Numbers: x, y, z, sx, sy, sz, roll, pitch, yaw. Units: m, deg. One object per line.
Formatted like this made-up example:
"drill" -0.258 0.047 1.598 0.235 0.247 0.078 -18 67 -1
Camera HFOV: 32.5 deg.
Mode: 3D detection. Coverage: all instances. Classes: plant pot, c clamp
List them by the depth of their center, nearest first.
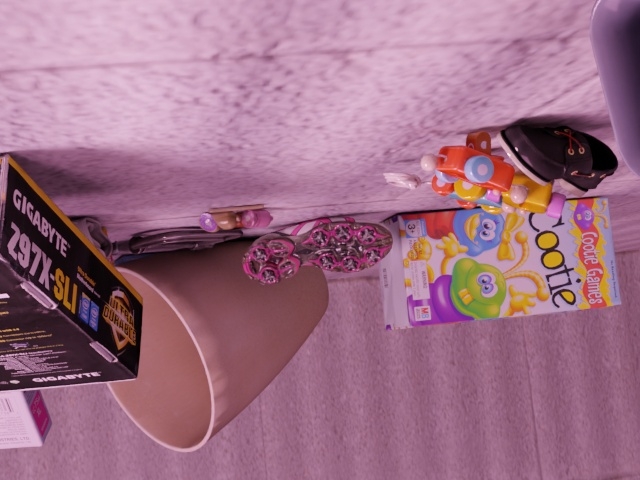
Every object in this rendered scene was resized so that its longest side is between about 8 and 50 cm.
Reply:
"c clamp" -0.169 0.003 1.324 0.137 0.022 0.161 -8 176 31
"plant pot" -0.128 0.105 1.469 0.274 0.256 0.256 -27 -169 -40

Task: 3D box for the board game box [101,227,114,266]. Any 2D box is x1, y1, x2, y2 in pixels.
"board game box" -0.348 0.060 1.181 0.260 0.124 0.039 -5 -156 6

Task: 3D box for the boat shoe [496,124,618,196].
"boat shoe" 0.169 -0.064 0.782 0.042 0.049 0.133 -40 151 27

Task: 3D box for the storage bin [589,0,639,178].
"storage bin" 0.190 -0.071 0.419 0.091 0.098 0.135 -15 -179 -31

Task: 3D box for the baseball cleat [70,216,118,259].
"baseball cleat" -0.280 0.006 1.040 0.109 0.072 0.206 -25 170 30

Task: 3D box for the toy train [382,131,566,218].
"toy train" 0.117 -0.055 0.831 0.125 0.046 0.166 18 177 -16

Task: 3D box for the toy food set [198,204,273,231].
"toy food set" -0.089 -0.019 1.155 0.078 0.019 0.122 -5 176 -6

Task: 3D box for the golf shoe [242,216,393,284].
"golf shoe" 0.000 0.000 1.327 0.186 0.067 0.086 -8 -158 19

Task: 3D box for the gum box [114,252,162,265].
"gum box" -0.230 0.044 1.656 0.157 0.041 0.184 -5 175 -17

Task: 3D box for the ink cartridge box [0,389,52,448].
"ink cartridge box" -0.493 0.149 1.458 0.186 0.311 0.065 -6 -147 9

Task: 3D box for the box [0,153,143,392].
"box" -0.322 0.045 0.799 0.322 0.079 0.257 -7 153 10

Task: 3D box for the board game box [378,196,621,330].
"board game box" 0.224 0.031 1.421 0.275 0.144 0.142 -6 175 -10
